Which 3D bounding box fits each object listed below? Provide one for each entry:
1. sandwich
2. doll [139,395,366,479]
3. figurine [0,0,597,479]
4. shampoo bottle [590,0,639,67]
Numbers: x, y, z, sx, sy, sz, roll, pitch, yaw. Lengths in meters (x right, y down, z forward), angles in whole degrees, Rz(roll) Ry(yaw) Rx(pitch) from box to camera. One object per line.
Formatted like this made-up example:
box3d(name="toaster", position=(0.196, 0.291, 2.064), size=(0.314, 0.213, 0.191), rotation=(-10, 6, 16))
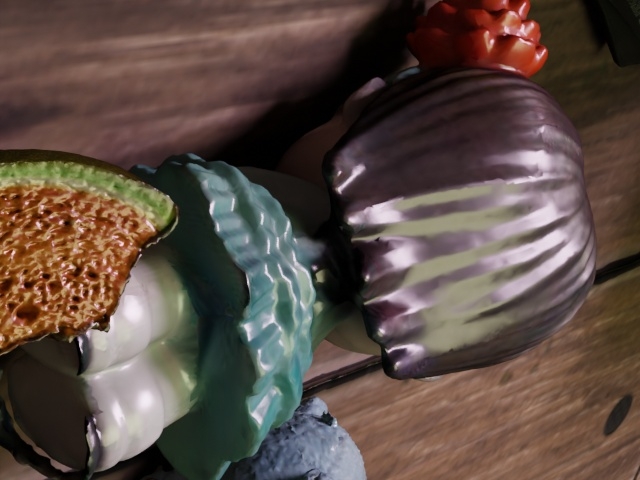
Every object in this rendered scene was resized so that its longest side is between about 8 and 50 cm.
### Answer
box3d(name="sandwich", position=(-0.106, 0.012, 0.537), size=(0.135, 0.029, 0.067), rotation=(-32, 108, -15))
box3d(name="doll", position=(-0.058, 0.131, 0.743), size=(0.180, 0.075, 0.120), rotation=(-40, -168, 6))
box3d(name="figurine", position=(0.000, 0.000, 0.655), size=(0.245, 0.110, 0.138), rotation=(-22, 118, -39))
box3d(name="shampoo bottle", position=(0.133, -0.122, 0.819), size=(0.048, 0.027, 0.137), rotation=(-44, 150, -6))
